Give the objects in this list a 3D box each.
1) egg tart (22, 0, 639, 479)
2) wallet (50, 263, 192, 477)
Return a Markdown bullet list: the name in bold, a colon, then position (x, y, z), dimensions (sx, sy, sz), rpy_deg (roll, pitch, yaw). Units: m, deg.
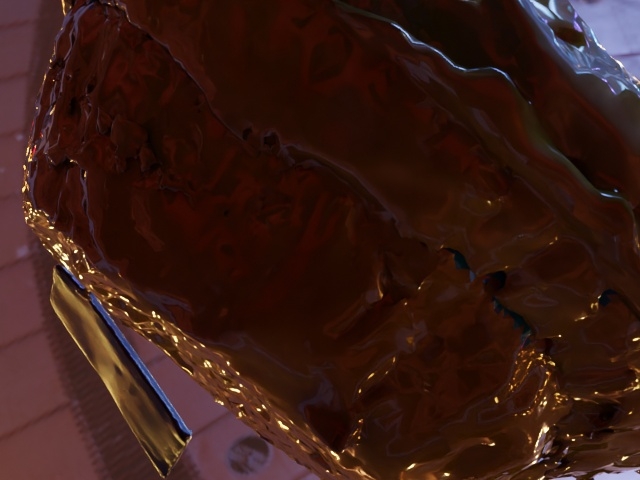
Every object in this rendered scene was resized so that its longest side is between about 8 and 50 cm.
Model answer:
- **egg tart**: position (0.000, 0.000, 0.502), dimensions (0.388, 0.388, 0.169), rpy_deg (30, -109, 33)
- **wallet**: position (-0.258, 0.162, 1.445), dimensions (0.030, 0.146, 0.285), rpy_deg (-30, -106, -27)
